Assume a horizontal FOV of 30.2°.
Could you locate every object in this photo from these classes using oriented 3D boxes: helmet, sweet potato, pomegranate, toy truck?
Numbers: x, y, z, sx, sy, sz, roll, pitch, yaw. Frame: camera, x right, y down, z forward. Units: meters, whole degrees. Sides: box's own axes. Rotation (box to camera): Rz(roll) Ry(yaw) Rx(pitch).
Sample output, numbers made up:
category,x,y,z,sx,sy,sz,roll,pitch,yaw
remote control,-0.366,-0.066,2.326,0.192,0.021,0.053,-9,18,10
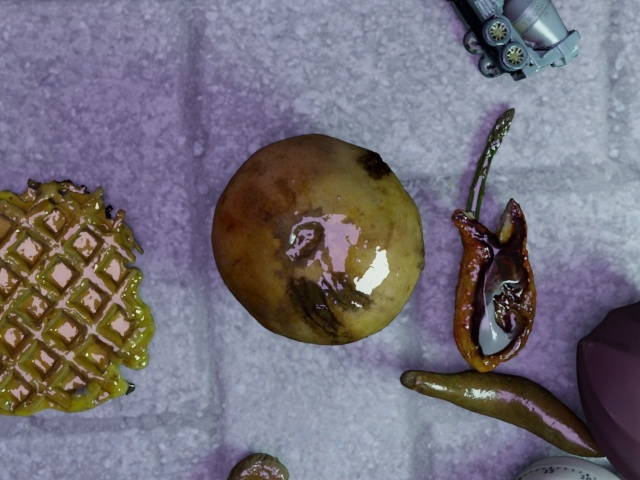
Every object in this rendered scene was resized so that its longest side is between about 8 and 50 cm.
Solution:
category,x,y,z,sx,sy,sz,roll,pitch,yaw
helmet,0.496,0.251,1.781,0.197,0.271,0.339,-13,73,6
sweet potato,0.286,0.250,1.864,0.346,0.108,0.079,19,102,-6
pomegranate,0.000,0.000,1.756,0.322,0.322,0.322,0,96,0
toy truck,0.278,-0.356,1.805,0.140,0.108,0.257,-36,97,-9

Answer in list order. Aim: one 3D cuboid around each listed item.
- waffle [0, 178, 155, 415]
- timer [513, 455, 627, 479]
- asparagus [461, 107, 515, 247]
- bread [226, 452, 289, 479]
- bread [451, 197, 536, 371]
category,x,y,z,sx,sy,sz,roll,pitch,yaw
waffle,-0.458,0.097,1.869,0.381,0.095,0.380,-10,94,-1
timer,0.401,0.446,1.867,0.233,0.240,0.234,11,113,25
asparagus,0.258,-0.099,1.868,0.034,0.027,0.236,16,96,-6
bread,-0.108,0.389,1.908,0.082,0.060,0.113,41,93,-4
bread,0.267,0.071,1.856,0.139,0.095,0.269,-6,93,-22
